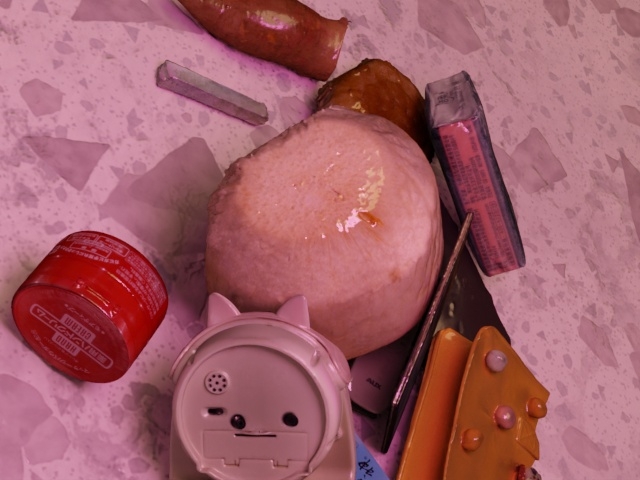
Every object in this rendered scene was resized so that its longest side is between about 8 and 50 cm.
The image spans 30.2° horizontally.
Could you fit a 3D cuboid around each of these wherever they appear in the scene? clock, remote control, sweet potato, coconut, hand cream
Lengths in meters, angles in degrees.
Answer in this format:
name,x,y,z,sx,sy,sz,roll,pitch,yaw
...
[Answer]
name,x,y,z,sx,sy,sz,roll,pitch,yaw
clock,-0.088,0.233,1.639,0.108,0.265,0.324,-54,142,-77
remote control,0.119,0.143,1.978,0.090,0.038,0.309,34,63,-17
sweet potato,-0.105,-0.386,2.108,0.336,0.131,0.131,17,57,-29
coconut,0.000,0.000,1.818,0.415,0.415,0.345,-5,59,-38
hand cream,-0.317,0.092,1.644,0.193,0.193,0.125,43,47,-9

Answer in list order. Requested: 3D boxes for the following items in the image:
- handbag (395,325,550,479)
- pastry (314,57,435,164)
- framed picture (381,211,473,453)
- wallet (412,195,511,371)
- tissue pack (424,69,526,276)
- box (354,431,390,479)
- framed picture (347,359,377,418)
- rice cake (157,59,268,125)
name,x,y,z,sx,sy,sz,roll,pitch,yaw
handbag,0.268,0.359,1.931,0.283,0.133,0.401,46,47,-37
pastry,0.102,-0.210,2.174,0.236,0.121,0.257,55,44,-4
framed picture,0.168,0.152,1.892,0.016,0.265,0.347,21,65,8
wallet,0.197,0.071,2.089,0.197,0.051,0.377,-28,93,-32
tissue pack,0.276,-0.120,2.130,0.228,0.103,0.316,-92,162,-62
box,0.002,0.339,1.775,0.083,0.142,0.232,-34,89,-43
framed picture,-0.017,0.146,1.954,0.293,0.018,0.231,26,53,-23
rice cake,-0.183,-0.250,2.039,0.211,0.034,0.043,22,46,-25
